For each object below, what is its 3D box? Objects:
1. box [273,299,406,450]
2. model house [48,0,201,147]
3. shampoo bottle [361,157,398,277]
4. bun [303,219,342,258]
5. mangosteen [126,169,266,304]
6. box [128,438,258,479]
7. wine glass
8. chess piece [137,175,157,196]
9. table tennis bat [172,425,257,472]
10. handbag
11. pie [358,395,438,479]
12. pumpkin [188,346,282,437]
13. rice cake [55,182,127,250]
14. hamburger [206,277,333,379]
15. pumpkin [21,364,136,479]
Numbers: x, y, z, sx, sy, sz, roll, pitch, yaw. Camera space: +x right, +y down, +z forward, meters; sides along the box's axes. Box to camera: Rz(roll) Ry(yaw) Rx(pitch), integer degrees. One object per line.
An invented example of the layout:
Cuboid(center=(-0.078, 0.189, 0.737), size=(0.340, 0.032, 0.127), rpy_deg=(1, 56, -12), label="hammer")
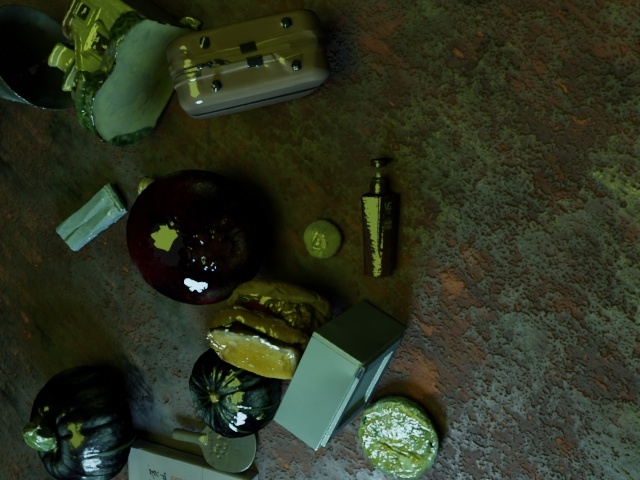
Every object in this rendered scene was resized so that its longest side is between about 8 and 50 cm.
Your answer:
Cuboid(center=(0.046, 0.269, 1.652), size=(0.117, 0.225, 0.225), rpy_deg=(32, 115, 18), label="box")
Cuboid(center=(-0.468, -0.405, 1.774), size=(0.266, 0.261, 0.321), rpy_deg=(39, 110, 19), label="model house")
Cuboid(center=(0.119, -0.046, 1.640), size=(0.067, 0.068, 0.236), rpy_deg=(6, 105, 27), label="shampoo bottle")
Cuboid(center=(0.000, 0.000, 1.718), size=(0.086, 0.055, 0.086), rpy_deg=(7, 104, 27), label="bun")
Cuboid(center=(-0.261, -0.012, 1.741), size=(0.297, 0.293, 0.297), rpy_deg=(-1, 107, -3), label="mangosteen")
Cuboid(center=(-0.320, 0.633, 2.024), size=(0.365, 0.051, 0.204), rpy_deg=(8, 104, 26), label="box")
Cuboid(center=(-0.779, -0.349, 1.962), size=(0.406, 0.267, 0.267), rpy_deg=(-25, 88, 35), label="wine glass")
Cuboid(center=(-0.336, -0.112, 1.879), size=(0.172, 0.060, 0.060), rpy_deg=(7, 104, 25), label="chess piece")
Cuboid(center=(-0.254, 0.480, 1.960), size=(0.235, 0.022, 0.131), rpy_deg=(4, 85, 26), label="table tennis bat")
Cuboid(center=(-0.144, -0.337, 1.617), size=(0.302, 0.283, 0.149), rpy_deg=(-17, 94, -8), label="handbag")
Cuboid(center=(0.164, 0.415, 1.724), size=(0.187, 0.041, 0.186), rpy_deg=(6, 104, 27), label="pie")
Cuboid(center=(-0.191, 0.332, 1.831), size=(0.221, 0.162, 0.220), rpy_deg=(4, 97, 30), label="pumpkin")
Cuboid(center=(-0.566, -0.053, 2.022), size=(0.226, 0.040, 0.085), rpy_deg=(-33, 85, 29), label="rice cake")
Cuboid(center=(-0.103, 0.181, 1.680), size=(0.245, 0.244, 0.163), rpy_deg=(1, 58, 28), label="hamburger")
Cuboid(center=(-0.611, 0.471, 2.014), size=(0.296, 0.296, 0.295), rpy_deg=(6, 103, 27), label="pumpkin")
